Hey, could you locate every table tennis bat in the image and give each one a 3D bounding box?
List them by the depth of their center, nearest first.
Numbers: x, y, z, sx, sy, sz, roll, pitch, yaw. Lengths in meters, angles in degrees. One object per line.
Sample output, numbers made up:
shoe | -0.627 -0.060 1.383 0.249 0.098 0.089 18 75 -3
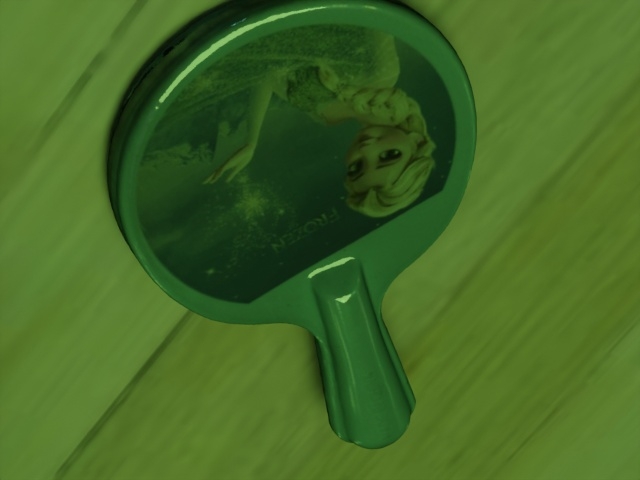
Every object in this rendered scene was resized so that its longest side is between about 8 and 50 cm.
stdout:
table tennis bat | 0.000 0.000 0.722 0.149 0.038 0.237 -23 132 -8
